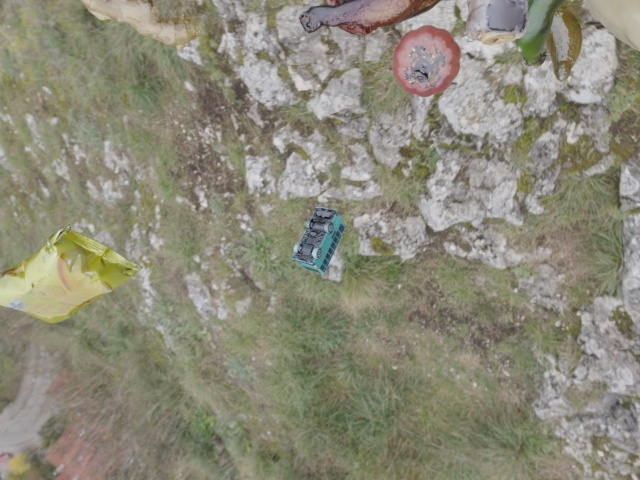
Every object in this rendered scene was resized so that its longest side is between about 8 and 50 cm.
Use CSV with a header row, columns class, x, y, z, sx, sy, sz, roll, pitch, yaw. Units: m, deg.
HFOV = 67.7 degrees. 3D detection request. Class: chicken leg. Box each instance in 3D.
class,x,y,z,sx,sy,sz,roll,pitch,yaw
chicken leg,0.081,-0.273,0.528,0.093,0.205,0.053,46,155,45

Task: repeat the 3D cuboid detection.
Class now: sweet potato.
class,x,y,z,sx,sy,sz,roll,pitch,yaw
sweet potato,0.592,-0.547,1.235,0.124,0.098,0.310,-37,62,25

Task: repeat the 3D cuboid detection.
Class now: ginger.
class,x,y,z,sx,sy,sz,roll,pitch,yaw
ginger,-0.376,-0.451,0.917,0.288,0.075,0.089,18,120,-22

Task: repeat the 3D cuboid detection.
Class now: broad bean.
class,x,y,z,sx,sy,sz,roll,pitch,yaw
broad bean,0.370,-0.377,0.682,0.049,0.144,0.292,58,141,26

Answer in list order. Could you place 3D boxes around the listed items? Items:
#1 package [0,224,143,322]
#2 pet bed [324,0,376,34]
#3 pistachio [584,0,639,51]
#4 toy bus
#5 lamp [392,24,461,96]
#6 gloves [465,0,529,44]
class,x,y,z,sx,sy,sz,roll,pitch,yaw
package,-0.431,0.063,0.789,0.226,0.090,0.168,-33,141,16
pet bed,0.105,-0.690,1.354,0.201,0.053,0.201,-7,113,-17
pistachio,0.798,-0.574,1.070,0.365,0.446,0.281,14,94,44
toy bus,0.000,0.000,1.252,0.079,0.160,0.092,13,160,35
lamp,0.277,-0.467,1.255,0.182,0.140,0.182,7,122,11
gloves,0.218,-0.320,0.595,0.110,0.094,0.144,18,92,-7
